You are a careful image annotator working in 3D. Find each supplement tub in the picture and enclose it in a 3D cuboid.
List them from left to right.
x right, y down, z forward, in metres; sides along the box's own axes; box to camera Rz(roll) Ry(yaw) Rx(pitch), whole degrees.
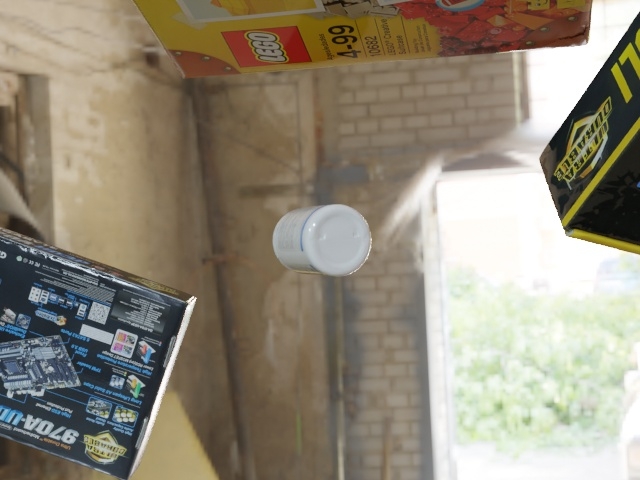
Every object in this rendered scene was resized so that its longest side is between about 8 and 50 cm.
[{"bbox_3d":[0.000,0.000,1.090,0.071,0.071,0.107,-2,1,-21],"label":"supplement tub"}]

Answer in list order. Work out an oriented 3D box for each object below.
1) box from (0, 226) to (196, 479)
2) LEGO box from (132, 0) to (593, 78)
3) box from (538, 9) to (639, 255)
[{"bbox_3d":[-0.245,0.099,1.000,0.220,0.175,0.051,19,5,1],"label":"box"},{"bbox_3d":[0.006,-0.322,0.765,0.372,0.193,0.500,-3,-19,11],"label":"LEGO box"},{"bbox_3d":[0.323,-0.110,0.659,0.257,0.079,0.322,14,-49,-19],"label":"box"}]
